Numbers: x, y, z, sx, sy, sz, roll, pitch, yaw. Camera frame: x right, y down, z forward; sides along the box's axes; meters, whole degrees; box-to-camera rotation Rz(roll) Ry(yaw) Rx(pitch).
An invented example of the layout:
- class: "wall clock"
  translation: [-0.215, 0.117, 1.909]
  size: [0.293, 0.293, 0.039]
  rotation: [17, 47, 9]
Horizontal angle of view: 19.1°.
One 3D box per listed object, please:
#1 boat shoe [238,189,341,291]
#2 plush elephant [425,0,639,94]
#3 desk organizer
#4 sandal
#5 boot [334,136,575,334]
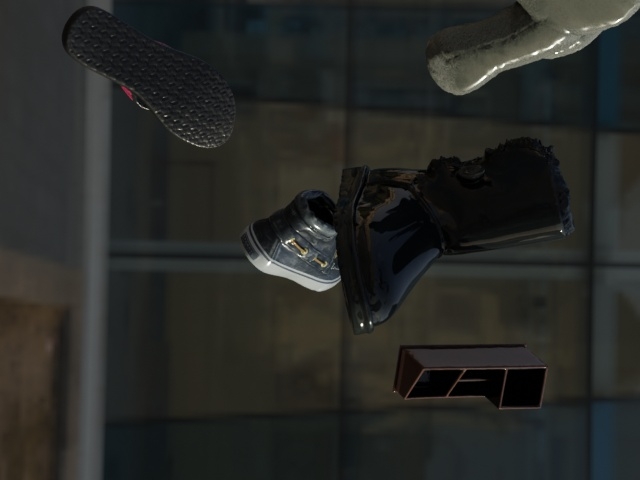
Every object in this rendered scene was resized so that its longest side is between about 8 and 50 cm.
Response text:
- class: "boat shoe"
  translation: [0.000, 0.000, 1.859]
  size: [0.065, 0.083, 0.183]
  rotation: [62, 20, 18]
- class: "plush elephant"
  translation: [0.250, -0.342, 1.937]
  size: [0.255, 0.330, 0.272]
  rotation: [-86, 163, -49]
- class: "desk organizer"
  translation: [0.137, 0.124, 1.724]
  size: [0.050, 0.130, 0.047]
  rotation: [-138, -128, -61]
- class: "sandal"
  translation: [-0.146, -0.145, 1.641]
  size: [0.067, 0.179, 0.040]
  rotation: [-57, -155, -2]
- class: "boot"
  translation: [0.120, -0.013, 1.687]
  size: [0.246, 0.207, 0.094]
  rotation: [-83, 162, -63]
